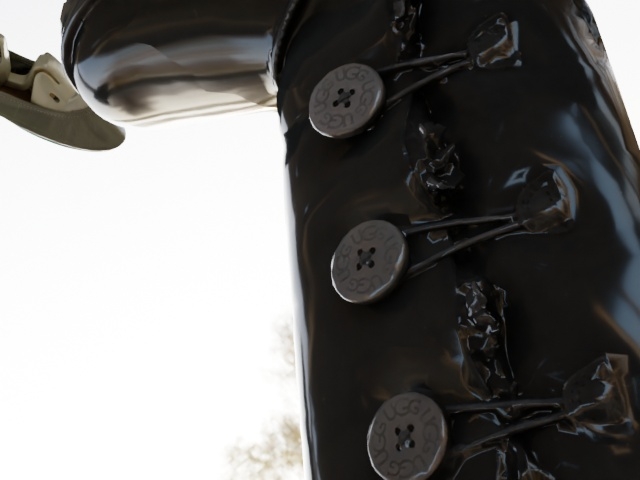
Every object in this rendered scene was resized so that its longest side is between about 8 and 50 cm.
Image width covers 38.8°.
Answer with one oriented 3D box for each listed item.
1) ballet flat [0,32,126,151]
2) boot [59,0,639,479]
[{"bbox_3d":[-0.263,-0.139,0.781,0.213,0.072,0.068,21,-47,-17],"label":"ballet flat"},{"bbox_3d":[0.001,-0.001,0.501,0.367,0.444,0.146,-28,-26,36],"label":"boot"}]
